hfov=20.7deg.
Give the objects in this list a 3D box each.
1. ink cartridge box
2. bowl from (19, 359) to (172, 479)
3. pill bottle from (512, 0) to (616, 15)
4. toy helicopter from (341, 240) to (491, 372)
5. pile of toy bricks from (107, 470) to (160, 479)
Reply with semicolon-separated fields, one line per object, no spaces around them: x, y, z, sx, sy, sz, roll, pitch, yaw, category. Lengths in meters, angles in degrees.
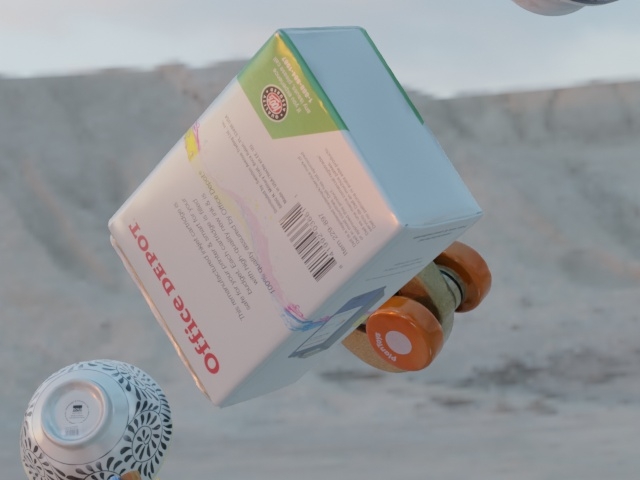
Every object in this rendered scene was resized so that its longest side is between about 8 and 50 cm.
-0.023;-0.014;1.133;0.093;0.154;0.212;-11;-27;-51;ink cartridge box
-0.248;0.192;1.841;0.170;0.170;0.080;-5;-25;10;bowl
0.248;-0.288;1.498;0.153;0.153;0.264;-3;-9;-18;pill bottle
0.000;0.000;1.915;0.235;0.355;0.140;-27;15;49;toy helicopter
-0.146;0.241;1.518;0.105;0.118;0.212;-29;-26;9;pile of toy bricks
